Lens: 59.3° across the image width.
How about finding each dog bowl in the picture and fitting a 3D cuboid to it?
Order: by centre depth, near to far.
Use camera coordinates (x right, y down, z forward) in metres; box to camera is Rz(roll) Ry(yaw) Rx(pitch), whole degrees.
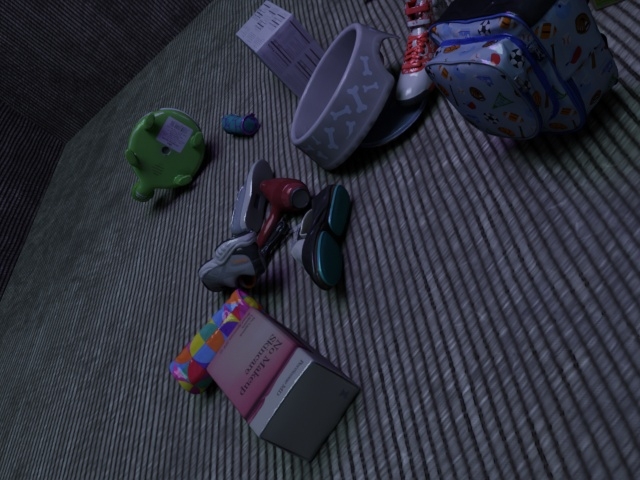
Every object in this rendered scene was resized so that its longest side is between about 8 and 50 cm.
[{"bbox_3d":[0.045,-0.338,1.299,0.348,0.102,0.348,-52,23,34],"label":"dog bowl"}]

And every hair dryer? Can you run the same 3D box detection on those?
[{"bbox_3d":[-0.116,-0.054,1.326,0.224,0.080,0.293,-32,39,25],"label":"hair dryer"}]

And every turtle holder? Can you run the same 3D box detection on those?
[{"bbox_3d":[-0.509,-0.278,1.871,0.227,0.244,0.319,-126,37,-69],"label":"turtle holder"}]

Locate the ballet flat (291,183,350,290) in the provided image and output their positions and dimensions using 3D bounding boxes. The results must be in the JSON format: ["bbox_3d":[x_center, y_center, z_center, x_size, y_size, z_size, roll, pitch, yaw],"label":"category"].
[{"bbox_3d":[0.000,0.000,1.140,0.096,0.095,0.280,-20,36,29],"label":"ballet flat"}]

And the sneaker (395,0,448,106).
[{"bbox_3d":[0.208,-0.423,1.210,0.090,0.145,0.270,7,56,41],"label":"sneaker"}]

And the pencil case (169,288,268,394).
[{"bbox_3d":[-0.213,0.213,1.180,0.236,0.104,0.104,-47,35,5],"label":"pencil case"}]

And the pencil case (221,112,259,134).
[{"bbox_3d":[-0.254,-0.368,1.774,0.152,0.065,0.070,19,90,53],"label":"pencil case"}]

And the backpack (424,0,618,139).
[{"bbox_3d":[0.321,-0.278,0.888,0.213,0.264,0.276,-56,28,5],"label":"backpack"}]

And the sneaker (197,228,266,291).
[{"bbox_3d":[-0.196,0.074,1.247,0.100,0.107,0.271,-24,-9,-30],"label":"sneaker"}]

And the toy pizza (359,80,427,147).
[{"bbox_3d":[0.154,-0.282,1.270,0.201,0.032,0.201,-25,41,24],"label":"toy pizza"}]

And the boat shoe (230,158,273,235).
[{"bbox_3d":[-0.185,-0.111,1.454,0.081,0.079,0.227,-14,52,35],"label":"boat shoe"}]

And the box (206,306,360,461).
[{"bbox_3d":[-0.072,0.238,0.973,0.148,0.127,0.232,-55,35,-6],"label":"box"}]

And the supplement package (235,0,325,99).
[{"bbox_3d":[-0.106,-0.564,1.666,0.145,0.204,0.261,-44,36,8],"label":"supplement package"}]

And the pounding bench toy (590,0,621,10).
[{"bbox_3d":[0.529,-0.467,1.007,0.083,0.052,0.065,-8,53,44],"label":"pounding bench toy"}]
